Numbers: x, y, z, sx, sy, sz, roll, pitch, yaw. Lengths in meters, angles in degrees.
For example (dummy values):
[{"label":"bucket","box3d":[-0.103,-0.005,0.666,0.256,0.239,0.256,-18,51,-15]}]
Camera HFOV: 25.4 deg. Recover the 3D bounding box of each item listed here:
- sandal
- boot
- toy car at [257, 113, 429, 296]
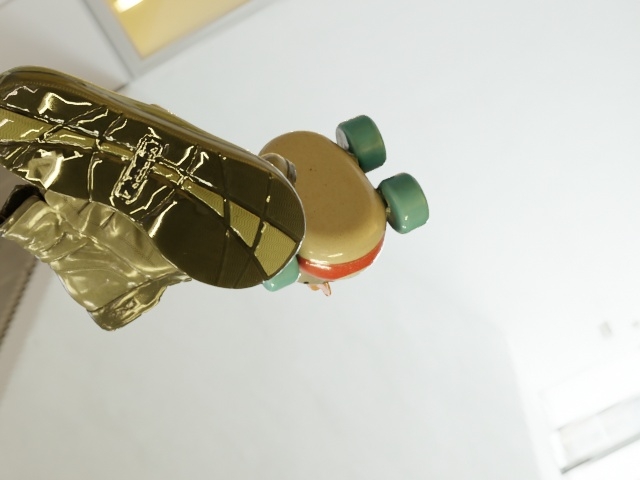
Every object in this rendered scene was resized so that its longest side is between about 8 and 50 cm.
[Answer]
[{"label":"sandal","box3d":[-0.136,-0.064,1.168,0.120,0.303,0.086,-49,-152,18]},{"label":"boot","box3d":[-0.157,-0.034,1.260,0.246,0.161,0.083,-34,-151,11]},{"label":"toy car","box3d":[0.000,0.000,1.802,0.219,0.238,0.210,-24,-124,-15]}]
